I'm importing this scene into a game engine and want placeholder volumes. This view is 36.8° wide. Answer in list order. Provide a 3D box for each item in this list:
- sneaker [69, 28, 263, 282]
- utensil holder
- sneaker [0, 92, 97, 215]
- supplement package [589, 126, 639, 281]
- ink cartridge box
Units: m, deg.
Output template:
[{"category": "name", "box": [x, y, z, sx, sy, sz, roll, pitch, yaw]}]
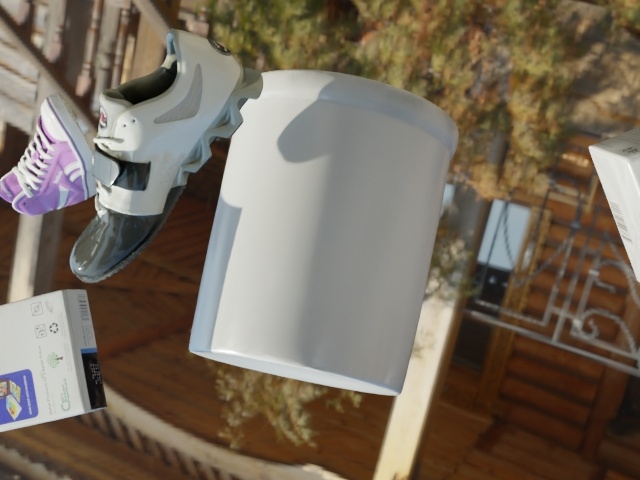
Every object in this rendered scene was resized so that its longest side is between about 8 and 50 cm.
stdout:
[{"category": "sneaker", "box": [-0.224, -0.106, 1.139, 0.146, 0.330, 0.122, 33, -174, -34]}, {"category": "utensil holder", "box": [0.000, 0.000, 1.360, 0.328, 0.385, 0.327, 12, 169, 2]}, {"category": "sneaker", "box": [-0.467, -0.125, 1.607, 0.161, 0.282, 0.102, -24, -115, -19]}, {"category": "supplement package", "box": [0.468, -0.068, 1.016, 0.293, 0.177, 0.175, -21, -172, 6]}, {"category": "ink cartridge box", "box": [-0.456, 0.180, 1.294, 0.333, 0.165, 0.065, -13, 173, 16]}]
